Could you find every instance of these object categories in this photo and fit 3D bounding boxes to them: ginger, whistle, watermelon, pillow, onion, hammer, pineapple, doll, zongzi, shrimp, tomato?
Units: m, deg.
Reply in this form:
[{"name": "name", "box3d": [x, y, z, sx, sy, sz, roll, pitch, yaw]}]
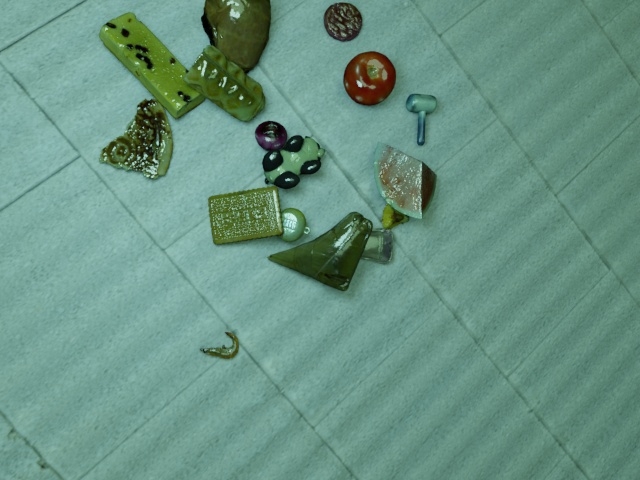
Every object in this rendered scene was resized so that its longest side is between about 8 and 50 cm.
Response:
[{"name": "ginger", "box3d": [-0.264, -0.728, 1.454, 0.201, 0.223, 0.269, -20, 85, -34]}, {"name": "whistle", "box3d": [-0.139, -0.065, 1.513, 0.223, 0.123, 0.122, 19, 82, 10]}, {"name": "watermelon", "box3d": [0.313, -0.207, 1.576, 0.256, 0.176, 0.259, 9, 89, -13]}, {"name": "pillow", "box3d": [0.153, 0.013, 1.591, 0.233, 0.038, 0.130, 5, 93, -8]}, {"name": "onion", "box3d": [-0.169, -0.366, 1.512, 0.115, 0.104, 0.115, 2, 66, -5]}, {"name": "hammer", "box3d": [0.379, -0.455, 1.662, 0.116, 0.069, 0.193, 2, 91, -14]}, {"name": "pineapple", "box3d": [0.288, -0.087, 1.617, 0.114, 0.077, 0.114, 6, 90, -26]}, {"name": "doll", "box3d": [-0.093, -0.272, 1.506, 0.234, 0.135, 0.143, -36, 103, -13]}, {"name": "zongzi", "box3d": [0.000, 0.000, 1.495, 0.300, 0.145, 0.273, 22, 98, 1]}, {"name": "shrimp", "box3d": [-0.337, 0.351, 1.471, 0.127, 0.025, 0.090, 3, 86, -17]}, {"name": "tomato", "box3d": [0.175, -0.581, 1.585, 0.196, 0.136, 0.194, 0, 88, -10]}]

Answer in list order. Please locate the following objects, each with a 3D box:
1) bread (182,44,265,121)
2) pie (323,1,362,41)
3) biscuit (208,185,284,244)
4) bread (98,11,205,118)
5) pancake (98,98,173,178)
[{"name": "bread", "box3d": [-0.303, -0.508, 1.450, 0.268, 0.130, 0.152, 32, 88, -31]}, {"name": "pie", "box3d": [0.083, -0.813, 1.630, 0.155, 0.036, 0.154, 1, 86, -14]}, {"name": "biscuit", "box3d": [-0.255, -0.085, 1.465, 0.255, 0.029, 0.172, -8, 87, 11]}, {"name": "bread", "box3d": [-0.549, -0.578, 1.440, 0.361, 0.077, 0.138, 46, 62, -6]}, {"name": "pancake", "box3d": [-0.608, -0.319, 1.447, 0.245, 0.057, 0.265, -16, 86, -4]}]
